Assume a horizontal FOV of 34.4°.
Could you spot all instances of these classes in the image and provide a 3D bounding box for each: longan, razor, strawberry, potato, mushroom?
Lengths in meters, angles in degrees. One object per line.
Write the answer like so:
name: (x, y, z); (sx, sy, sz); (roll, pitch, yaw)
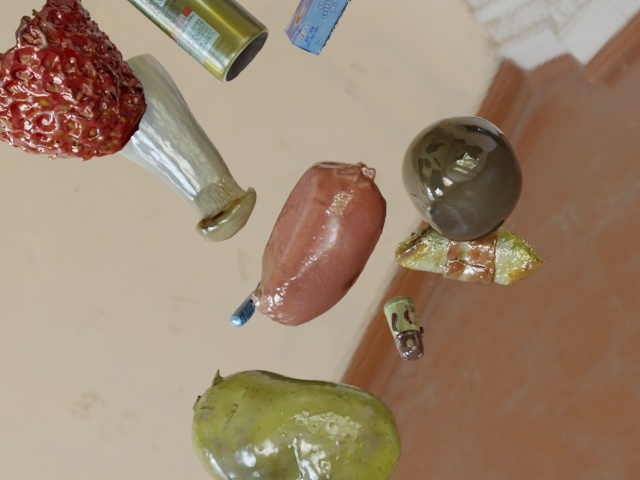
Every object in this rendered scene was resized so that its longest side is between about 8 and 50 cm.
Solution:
longan: (0.230, -0.106, 1.677); (0.197, 0.220, 0.196); (-24, 44, 26)
razor: (-0.142, 0.130, 2.296); (0.042, 0.082, 0.253); (-14, 16, 22)
strawberry: (-0.317, -0.201, 1.353); (0.234, 0.178, 0.234); (-63, -1, -3)
potato: (-0.028, 0.236, 1.230); (0.143, 0.248, 0.169); (-81, -9, -51)
mushroom: (-0.227, -0.138, 1.583); (0.122, 0.328, 0.159); (-37, -5, -28)

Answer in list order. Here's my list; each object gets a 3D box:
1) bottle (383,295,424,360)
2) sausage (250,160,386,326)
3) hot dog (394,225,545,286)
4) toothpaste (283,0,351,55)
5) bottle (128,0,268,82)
bottle: (0.128, 0.132, 1.522); (0.047, 0.063, 0.101); (115, 151, -42)
sausage: (0.000, 0.000, 1.450); (0.148, 0.148, 0.254); (-105, 39, -68)
hot dog: (0.268, 0.014, 1.848); (0.093, 0.262, 0.123); (-71, -9, -53)
toothpaste: (0.033, -0.402, 1.495); (0.272, 0.053, 0.066); (-60, 29, 22)
bottle: (-0.190, -0.300, 1.171); (0.082, 0.286, 0.082); (-49, -3, -4)
